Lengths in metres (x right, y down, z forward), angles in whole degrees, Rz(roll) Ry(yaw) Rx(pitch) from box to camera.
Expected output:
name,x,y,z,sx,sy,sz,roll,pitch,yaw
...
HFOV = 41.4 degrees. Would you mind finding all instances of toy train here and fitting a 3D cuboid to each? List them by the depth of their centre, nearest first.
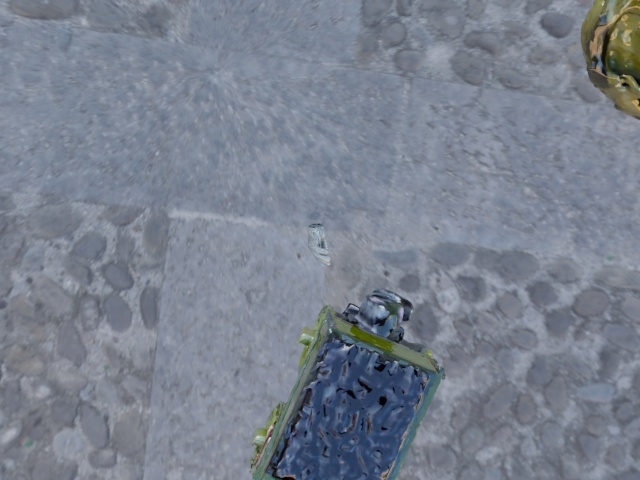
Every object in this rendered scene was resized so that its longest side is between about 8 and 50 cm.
name,x,y,z,sx,sy,sz,roll,pitch,yaw
toy train,0.020,0.174,0.800,0.134,0.177,0.261,23,94,-5

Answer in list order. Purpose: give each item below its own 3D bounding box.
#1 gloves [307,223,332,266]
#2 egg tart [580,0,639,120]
name,x,y,z,sx,sy,sz,roll,pitch,yaw
gloves,-0.002,0.001,1.281,0.037,0.044,0.081,-14,100,29
egg tart,0.160,-0.086,0.300,0.130,0.052,0.130,-10,136,-10
